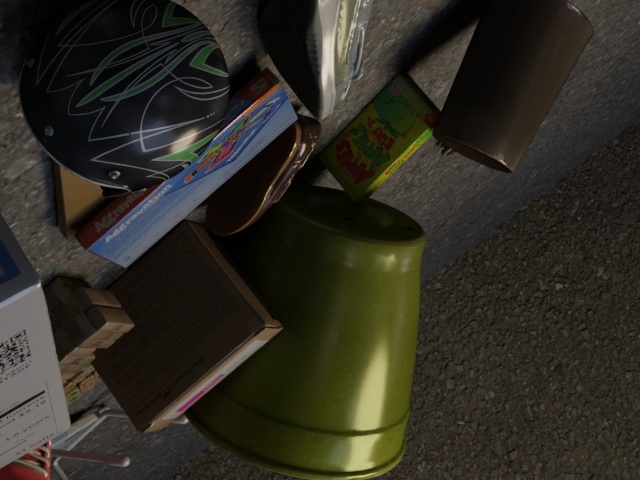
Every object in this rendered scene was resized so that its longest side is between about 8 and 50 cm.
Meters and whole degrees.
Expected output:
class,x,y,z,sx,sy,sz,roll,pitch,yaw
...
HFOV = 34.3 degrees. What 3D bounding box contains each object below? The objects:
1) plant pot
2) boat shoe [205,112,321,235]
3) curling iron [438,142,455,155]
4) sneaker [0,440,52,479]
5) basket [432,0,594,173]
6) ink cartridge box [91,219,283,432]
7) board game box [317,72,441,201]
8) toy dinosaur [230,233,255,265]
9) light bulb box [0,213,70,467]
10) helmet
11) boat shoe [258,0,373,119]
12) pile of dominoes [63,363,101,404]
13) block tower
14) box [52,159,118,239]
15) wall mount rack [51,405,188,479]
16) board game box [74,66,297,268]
class,x,y,z,sx,sy,sz,roll,pitch,yaw
plant pot,0.002,0.115,1.583,0.366,0.367,0.352,-15,125,-60
boat shoe,-0.072,-0.084,1.375,0.207,0.073,0.073,-46,163,29
curling iron,0.311,-0.210,2.068,0.068,0.035,0.274,-47,164,32
sneaker,-0.421,0.290,1.428,0.136,0.116,0.314,-59,-152,-7
basket,0.262,-0.222,1.456,0.226,0.154,0.204,-64,160,0
ink cartridge box,-0.202,0.120,1.443,0.235,0.193,0.088,-40,166,8
board game box,0.091,-0.151,1.545,0.181,0.092,0.043,-44,166,22
toy dinosaur,-0.104,0.012,1.689,0.212,0.064,0.112,-35,144,-13
light bulb box,-0.388,0.088,0.724,0.358,0.225,0.361,-29,164,-21
helmet,-0.156,-0.119,0.839,0.169,0.169,0.161,-35,-178,-15
boat shoe,0.008,-0.228,1.024,0.103,0.118,0.320,-31,159,-14
pile of dominoes,-0.442,0.280,1.675,0.251,0.040,0.196,-39,167,4
block tower,-0.402,0.178,1.328,0.335,0.091,0.097,-39,166,5
box,-0.209,-0.088,1.104,0.164,0.021,0.201,-34,166,-23
wall mount rack,-0.411,0.377,1.802,0.304,0.130,0.350,-41,175,23
board game box,-0.148,-0.078,1.198,0.281,0.027,0.145,-41,169,-2
